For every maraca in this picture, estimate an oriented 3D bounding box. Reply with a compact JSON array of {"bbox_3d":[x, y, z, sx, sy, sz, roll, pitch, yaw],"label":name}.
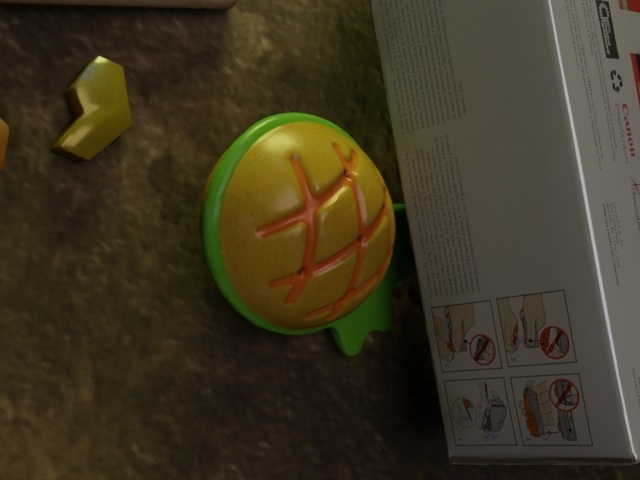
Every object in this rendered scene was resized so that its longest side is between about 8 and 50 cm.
[{"bbox_3d":[0.000,0.000,0.594,0.186,0.099,0.127,35,78,-45],"label":"maraca"}]

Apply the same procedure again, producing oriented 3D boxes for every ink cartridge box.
[{"bbox_3d":[0.185,-0.036,0.653,0.272,0.130,0.309,-6,86,-46],"label":"ink cartridge box"}]

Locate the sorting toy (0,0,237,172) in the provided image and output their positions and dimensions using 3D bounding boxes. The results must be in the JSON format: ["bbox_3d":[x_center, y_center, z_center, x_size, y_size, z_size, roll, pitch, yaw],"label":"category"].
[{"bbox_3d":[-0.146,-0.193,0.559,0.229,0.041,0.307,-6,90,-32],"label":"sorting toy"}]
